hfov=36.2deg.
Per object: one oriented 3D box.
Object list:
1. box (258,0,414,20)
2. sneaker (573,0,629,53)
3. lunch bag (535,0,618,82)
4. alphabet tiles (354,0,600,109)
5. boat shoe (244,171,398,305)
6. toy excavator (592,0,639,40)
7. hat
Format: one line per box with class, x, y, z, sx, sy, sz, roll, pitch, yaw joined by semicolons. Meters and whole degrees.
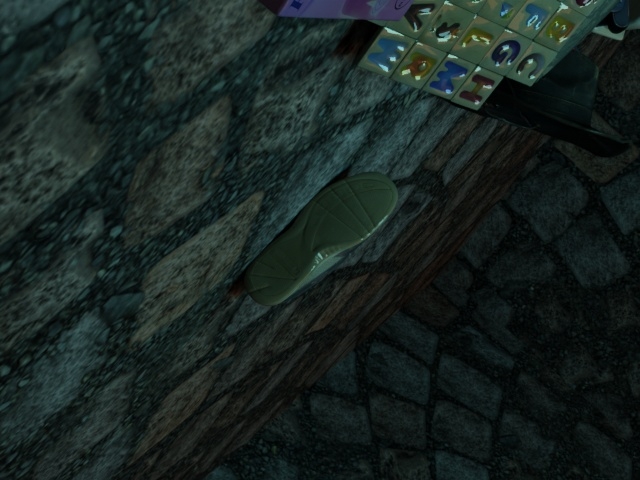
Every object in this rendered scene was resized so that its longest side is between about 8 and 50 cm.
box;0.037;-0.281;0.712;0.213;0.117;0.243;-53;167;23
sneaker;0.538;-0.473;1.804;0.350;0.148;0.131;-50;168;10
lunch bag;0.346;-0.389;1.347;0.235;0.169;0.287;-46;172;-12
alphabet tiles;0.198;-0.287;1.136;0.342;0.011;0.285;10;127;-43
boat shoe;0.000;0.000;1.542;0.285;0.103;0.092;-42;173;-8
toy excavator;0.694;-0.532;1.865;0.433;0.222;0.445;-104;-147;-54
hat;0.352;-0.246;1.569;0.331;0.331;0.134;12;98;-77
